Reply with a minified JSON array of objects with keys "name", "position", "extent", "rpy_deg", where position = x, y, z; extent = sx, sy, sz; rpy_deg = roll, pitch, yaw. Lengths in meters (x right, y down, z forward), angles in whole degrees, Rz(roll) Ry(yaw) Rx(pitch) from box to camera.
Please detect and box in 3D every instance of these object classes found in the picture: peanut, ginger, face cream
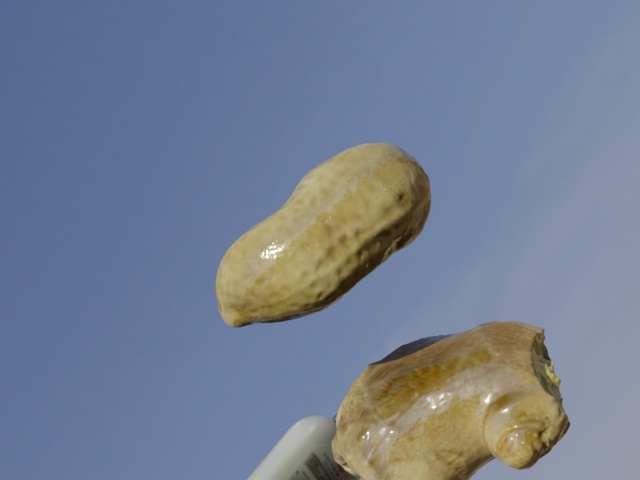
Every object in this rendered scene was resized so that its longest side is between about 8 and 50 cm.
[{"name":"peanut","position":[0.000,0.000,1.741],"extent":[0.253,0.137,0.122],"rpy_deg":[-41,-71,-13]},{"name":"ginger","position":[0.146,0.193,1.798],"extent":[0.276,0.221,0.130],"rpy_deg":[-51,-44,-11]},{"name":"face cream","position":[-0.012,0.297,2.145],"extent":[0.291,0.071,0.144],"rpy_deg":[-49,-55,-32]}]
